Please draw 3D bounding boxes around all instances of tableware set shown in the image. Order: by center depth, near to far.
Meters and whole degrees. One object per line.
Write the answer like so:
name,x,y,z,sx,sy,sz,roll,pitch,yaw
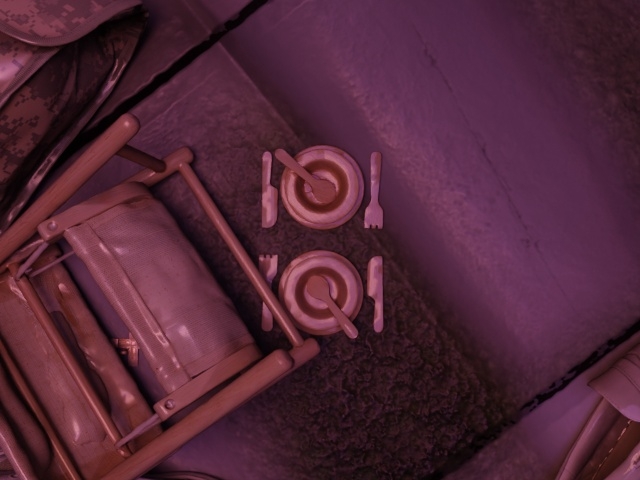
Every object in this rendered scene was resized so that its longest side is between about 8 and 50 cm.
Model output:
tableware set,0.000,0.000,0.701,0.128,0.039,0.194,0,91,1

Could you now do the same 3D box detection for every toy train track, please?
toy train track,-0.176,0.108,0.719,0.083,0.014,0.048,2,91,1

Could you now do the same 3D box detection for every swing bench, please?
swing bench,-0.180,0.071,0.632,0.254,0.165,0.253,-35,81,5

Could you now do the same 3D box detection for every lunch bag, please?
lunch bag,-0.333,-0.181,0.646,0.235,0.169,0.287,34,84,4

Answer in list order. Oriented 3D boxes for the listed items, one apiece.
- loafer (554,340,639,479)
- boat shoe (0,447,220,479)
loafer,0.315,0.153,0.661,0.111,0.112,0.320,23,92,-8
boat shoe,-0.192,0.281,0.677,0.320,0.103,0.118,18,91,1
